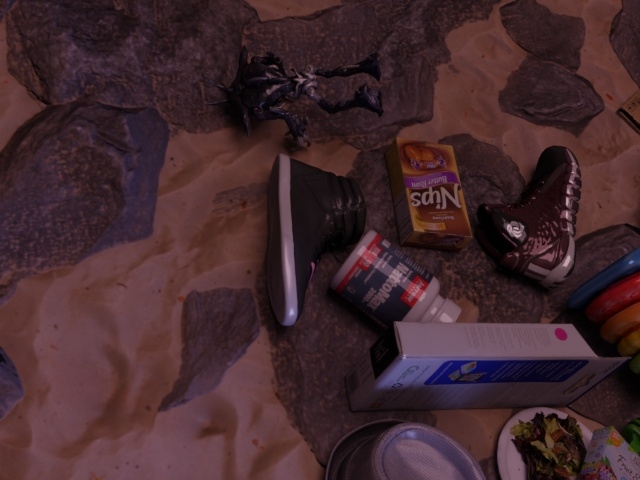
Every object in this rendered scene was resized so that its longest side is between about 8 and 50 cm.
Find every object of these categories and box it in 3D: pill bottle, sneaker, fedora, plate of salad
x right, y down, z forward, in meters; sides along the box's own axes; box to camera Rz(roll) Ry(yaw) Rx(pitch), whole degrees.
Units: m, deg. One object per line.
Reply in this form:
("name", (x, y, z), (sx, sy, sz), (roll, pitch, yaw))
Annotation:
("pill bottle", (0.113, 0.077, 1.525), (0.180, 0.108, 0.108), (37, 51, 2))
("sneaker", (0.341, -0.063, 1.730), (0.163, 0.106, 0.281), (16, 54, -11))
("fedora", (0.141, 0.342, 1.352), (0.244, 0.124, 0.275), (-32, 76, -36))
("plate of salad", (0.349, 0.331, 1.504), (0.200, 0.048, 0.199), (12, 55, -17))
("sneaker", (0.000, 0.000, 1.526), (0.147, 0.104, 0.295), (9, 51, -13))

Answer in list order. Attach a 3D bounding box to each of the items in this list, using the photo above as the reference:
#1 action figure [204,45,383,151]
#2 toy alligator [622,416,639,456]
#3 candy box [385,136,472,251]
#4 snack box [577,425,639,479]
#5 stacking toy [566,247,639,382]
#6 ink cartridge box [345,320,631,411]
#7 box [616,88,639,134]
("action figure", (-0.040, -0.227, 1.647), (0.276, 0.141, 0.164), (-4, 66, 3))
("toy alligator", (0.525, 0.290, 1.606), (0.190, 0.056, 0.051), (-13, 65, -31))
("candy box", (0.176, -0.075, 1.693), (0.109, 0.053, 0.186), (6, 58, -22))
("snack box", (0.441, 0.355, 1.509), (0.141, 0.037, 0.100), (47, 47, -16))
("stacking toy", (0.540, 0.172, 1.626), (0.175, 0.166, 0.301), (-8, 64, -38))
("ink cartridge box", (0.236, 0.182, 1.469), (0.371, 0.175, 0.069), (5, 56, -22))
("box", (0.700, -0.248, 2.069), (0.164, 0.021, 0.201), (45, 51, 8))
